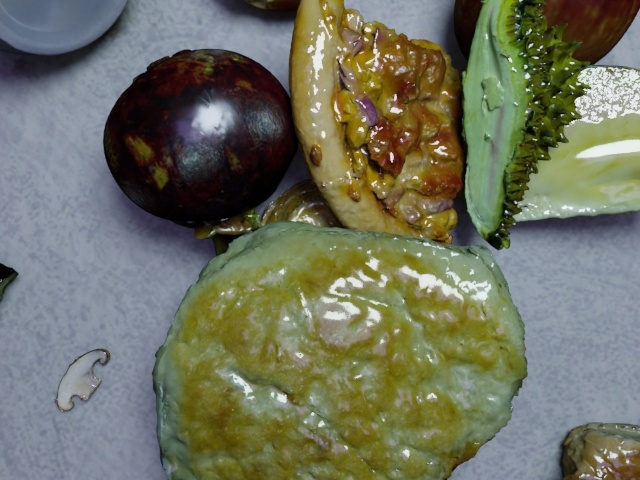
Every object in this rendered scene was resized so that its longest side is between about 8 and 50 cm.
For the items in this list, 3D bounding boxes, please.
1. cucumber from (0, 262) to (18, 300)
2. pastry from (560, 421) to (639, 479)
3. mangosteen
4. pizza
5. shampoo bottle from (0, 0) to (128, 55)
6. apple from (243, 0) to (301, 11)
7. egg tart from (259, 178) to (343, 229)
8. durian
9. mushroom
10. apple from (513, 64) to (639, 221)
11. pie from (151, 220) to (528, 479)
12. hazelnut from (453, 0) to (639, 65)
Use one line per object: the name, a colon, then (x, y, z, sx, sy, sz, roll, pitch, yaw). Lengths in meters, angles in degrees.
cucumber: (-0.556, 0.015, 0.611, 0.303, 0.072, 0.081, 23, 86, -1)
pastry: (0.433, 0.350, 0.626, 0.229, 0.100, 0.218, -32, 84, 1)
mangosteen: (-0.128, -0.085, 0.578, 0.231, 0.231, 0.289, -21, 110, -4)
pizza: (0.097, -0.130, 0.588, 0.277, 0.114, 0.409, -34, 115, -29)
shampoo bottle: (-0.388, -0.385, 0.544, 0.266, 0.273, 0.273, 41, 86, 6)
apple: (-0.065, -0.406, 0.617, 0.199, 0.199, 0.199, 0, 86, -3)
egg tart: (0.000, 0.000, 0.641, 0.191, 0.074, 0.191, 0, 84, -3)
durian: (0.233, -0.174, 0.543, 0.106, 0.132, 0.375, -16, 112, -41)
mushroom: (-0.330, 0.191, 0.638, 0.049, 0.019, 0.101, 38, 88, 1)
apple: (0.350, -0.130, 0.622, 0.264, 0.120, 0.193, -7, 98, 19)
pie: (0.012, 0.167, 0.546, 0.395, 0.180, 0.418, 18, 100, 1)
hazelnut: (0.295, -0.321, 0.621, 0.233, 0.218, 0.218, 14, 86, -5)
